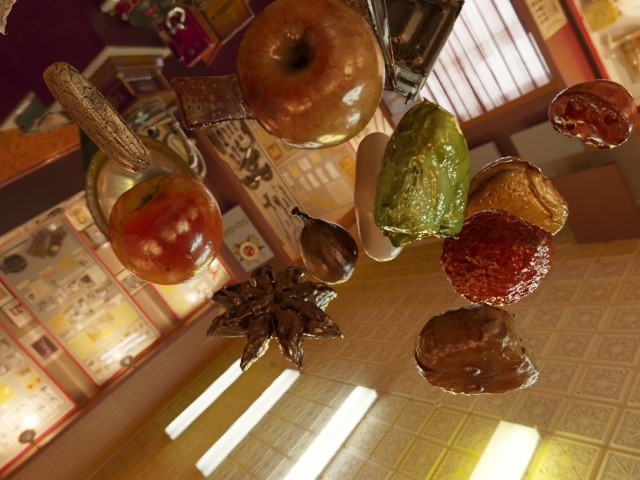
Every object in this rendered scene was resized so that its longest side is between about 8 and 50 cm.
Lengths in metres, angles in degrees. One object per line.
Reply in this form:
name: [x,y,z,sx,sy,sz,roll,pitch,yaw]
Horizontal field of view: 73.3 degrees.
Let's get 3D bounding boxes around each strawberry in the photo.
strawberry: [0.442,0.038,1.063,0.257,0.257,0.277,-38,171,-19]

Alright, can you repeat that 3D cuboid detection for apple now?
apple: [-0.012,-0.238,0.624,0.211,0.211,0.188,-30,178,18]

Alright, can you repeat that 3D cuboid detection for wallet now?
wallet: [0.045,-0.435,0.888,0.220,0.262,0.071,23,-111,31]

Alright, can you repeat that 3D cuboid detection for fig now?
fig: [-0.002,0.001,1.208,0.145,0.274,0.170,-11,-137,35]

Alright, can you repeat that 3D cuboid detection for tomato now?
tomato: [0.823,-0.394,1.282,0.140,0.233,0.200,-52,163,-11]

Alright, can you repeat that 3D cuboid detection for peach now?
peach: [-0.508,-0.025,1.465,0.388,0.388,0.388,-32,-168,8]

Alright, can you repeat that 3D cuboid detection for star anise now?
star anise: [-0.102,0.159,0.989,0.331,0.118,0.332,0,-140,0]

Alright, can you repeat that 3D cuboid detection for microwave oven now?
microwave oven: [0.199,-0.633,1.282,0.287,0.354,0.218,-61,176,-2]

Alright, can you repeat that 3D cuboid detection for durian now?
durian: [0.216,-0.119,0.907,0.204,0.340,0.256,15,-161,14]

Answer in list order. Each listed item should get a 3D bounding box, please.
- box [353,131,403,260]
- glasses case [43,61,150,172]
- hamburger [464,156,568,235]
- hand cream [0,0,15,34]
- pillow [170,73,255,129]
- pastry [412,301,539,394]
box: [0.180,-0.135,1.293,0.141,0.289,0.349,-3,-134,10]
glasses case: [-0.638,-0.344,1.245,0.137,0.355,0.085,3,-132,41]
hamburger: [0.595,-0.101,1.372,0.284,0.304,0.174,-39,-170,18]
hand cream: [-0.749,-0.602,1.022,0.050,0.084,0.257,-7,-118,23]
pillow: [-0.182,-0.267,0.818,0.184,0.118,0.043,-14,168,-24]
pastry: [0.283,0.204,0.780,0.218,0.229,0.100,7,-140,8]
